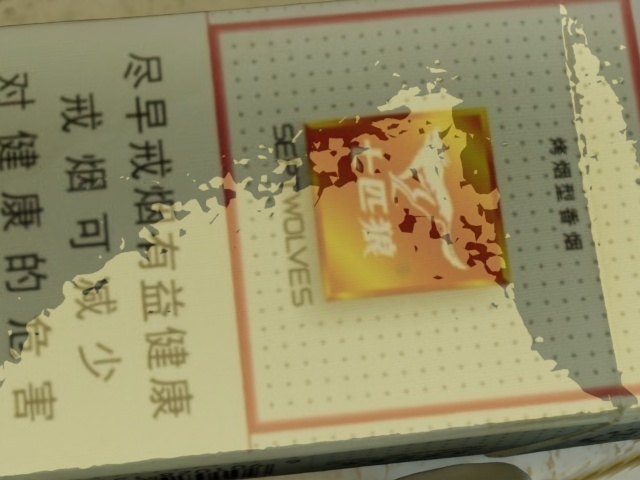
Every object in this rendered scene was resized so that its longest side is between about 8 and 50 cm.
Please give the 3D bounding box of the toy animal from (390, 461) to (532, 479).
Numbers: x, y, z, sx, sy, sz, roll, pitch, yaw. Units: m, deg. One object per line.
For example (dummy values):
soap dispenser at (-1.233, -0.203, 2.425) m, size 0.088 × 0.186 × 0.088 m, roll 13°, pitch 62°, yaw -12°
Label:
toy animal at (0.076, 0.241, 0.613) m, size 0.206 × 0.271 × 0.265 m, roll -8°, pitch 98°, yaw -33°

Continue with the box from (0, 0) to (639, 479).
box at (0.000, 0.000, 0.722) m, size 0.330 × 0.095 × 0.210 m, roll -6°, pitch 76°, yaw -4°
